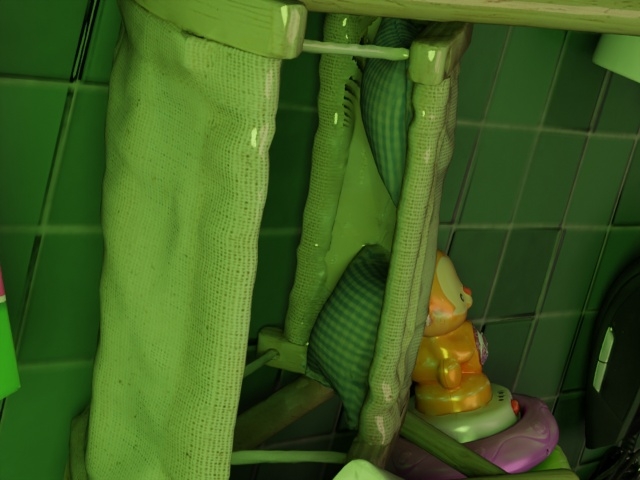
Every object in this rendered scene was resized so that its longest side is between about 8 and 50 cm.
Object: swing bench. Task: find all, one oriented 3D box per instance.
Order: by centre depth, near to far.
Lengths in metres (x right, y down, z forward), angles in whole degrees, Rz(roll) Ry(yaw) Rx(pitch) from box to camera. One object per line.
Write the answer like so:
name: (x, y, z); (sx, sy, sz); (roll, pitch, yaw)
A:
swing bench: (0.000, 0.000, 0.654); (0.254, 0.165, 0.253); (-9, 117, -43)

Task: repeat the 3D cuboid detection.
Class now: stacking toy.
stacking toy: (0.084, 0.143, 0.863); (0.175, 0.165, 0.302); (-57, 138, -72)

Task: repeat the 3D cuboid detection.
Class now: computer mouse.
computer mouse: (0.191, 0.106, 1.038); (0.184, 0.060, 0.262); (-31, 143, -43)

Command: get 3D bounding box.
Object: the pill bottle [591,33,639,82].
pill bottle: (0.270, -0.225, 0.831); (0.181, 0.181, 0.323); (8, 107, -53)

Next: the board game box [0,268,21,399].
board game box: (-0.220, -0.041, 0.431); (0.242, 0.064, 0.316); (-31, 132, -38)

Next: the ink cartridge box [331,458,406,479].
ink cartridge box: (0.054, 0.237, 0.658); (0.207, 0.119, 0.353); (-48, 148, 3)
